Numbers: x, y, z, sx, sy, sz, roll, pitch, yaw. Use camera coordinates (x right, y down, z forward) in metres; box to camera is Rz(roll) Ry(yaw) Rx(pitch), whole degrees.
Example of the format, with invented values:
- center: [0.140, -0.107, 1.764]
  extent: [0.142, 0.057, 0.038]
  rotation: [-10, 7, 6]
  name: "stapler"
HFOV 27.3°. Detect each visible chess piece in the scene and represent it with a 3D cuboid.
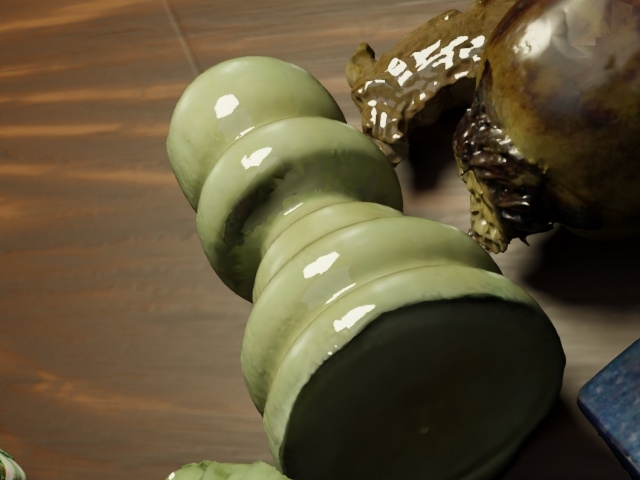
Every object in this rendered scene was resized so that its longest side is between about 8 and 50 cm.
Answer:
- center: [0.000, 0.000, 0.845]
  extent: [0.182, 0.182, 0.330]
  rotation: [-36, 45, 5]
  name: "chess piece"

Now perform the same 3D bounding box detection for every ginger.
- center: [0.149, -0.158, 0.903]
  extent: [0.290, 0.084, 0.122]
  rotation: [-29, 45, 10]
  name: "ginger"

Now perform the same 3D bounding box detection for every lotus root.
- center: [0.207, -0.109, 0.794]
  extent: [0.314, 0.141, 0.169]
  rotation: [-35, 79, 4]
  name: "lotus root"

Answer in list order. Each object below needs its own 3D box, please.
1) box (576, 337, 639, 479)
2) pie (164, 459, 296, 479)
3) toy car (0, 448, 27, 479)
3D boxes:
- center: [0.297, 0.090, 0.599]
  extent: [0.261, 0.116, 0.279]
  rotation: [-38, 27, 2]
  name: "box"
- center: [-0.043, 0.251, 0.712]
  extent: [0.274, 0.105, 0.257]
  rotation: [33, 110, 49]
  name: "pie"
- center: [-0.313, 0.158, 0.971]
  extent: [0.224, 0.076, 0.090]
  rotation: [24, 76, 37]
  name: "toy car"
